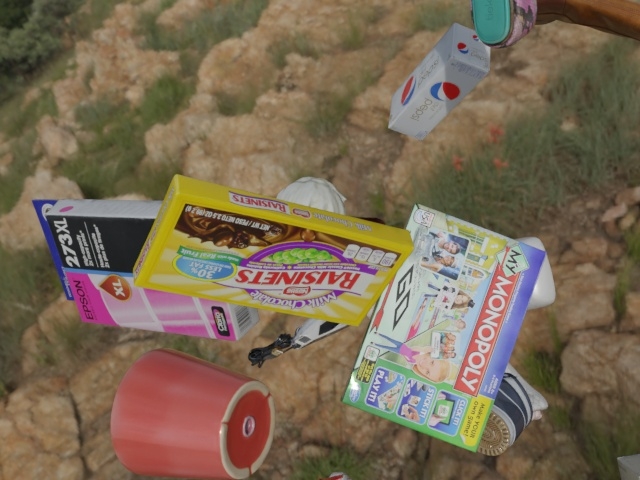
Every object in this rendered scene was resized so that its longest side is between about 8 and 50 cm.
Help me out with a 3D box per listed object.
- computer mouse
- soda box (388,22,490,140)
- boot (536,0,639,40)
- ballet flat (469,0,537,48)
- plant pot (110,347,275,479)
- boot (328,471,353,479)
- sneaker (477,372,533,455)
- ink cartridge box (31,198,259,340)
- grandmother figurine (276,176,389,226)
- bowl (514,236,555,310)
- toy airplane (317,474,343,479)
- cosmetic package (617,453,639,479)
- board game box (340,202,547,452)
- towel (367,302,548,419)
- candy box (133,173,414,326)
[{"bbox_3d":[-0.023,0.149,1.321,0.193,0.042,0.106,-20,-13,-36],"label":"computer mouse"},{"bbox_3d":[0.190,-0.253,1.313,0.216,0.069,0.073,135,148,-57],"label":"soda box"},{"bbox_3d":[0.427,-0.348,1.214,0.280,0.264,0.096,27,101,27],"label":"boot"},{"bbox_3d":[0.181,-0.308,0.812,0.077,0.221,0.079,10,33,43],"label":"ballet flat"},{"bbox_3d":[-0.242,0.363,1.635,0.243,0.275,0.275,3,42,29],"label":"plant pot"},{"bbox_3d":[0.100,0.522,1.417,0.123,0.258,0.095,-11,14,24],"label":"boot"},{"bbox_3d":[0.227,0.244,1.364,0.282,0.099,0.153,35,27,29],"label":"sneaker"},{"bbox_3d":[-0.265,0.033,1.114,0.371,0.175,0.069,4,27,32],"label":"ink cartridge box"},{"bbox_3d":[0.000,0.000,1.112,0.208,0.342,0.104,-13,76,3],"label":"grandmother figurine"},{"bbox_3d":[0.377,0.069,1.566,0.053,0.142,0.142,-7,-8,-38],"label":"bowl"},{"bbox_3d":[-0.009,0.337,1.055,0.151,0.028,0.151,-17,-7,-2],"label":"toy airplane"},{"bbox_3d":[0.753,0.636,1.759,0.113,0.309,0.160,-12,-2,3],"label":"cosmetic package"},{"bbox_3d":[0.184,0.128,1.208,0.214,0.046,0.317,20,86,1],"label":"board game box"},{"bbox_3d":[0.273,0.240,1.620,0.332,0.317,0.053,48,115,34],"label":"towel"},{"bbox_3d":[-0.036,0.014,0.652,0.206,0.105,0.027,12,41,-25],"label":"candy box"}]
